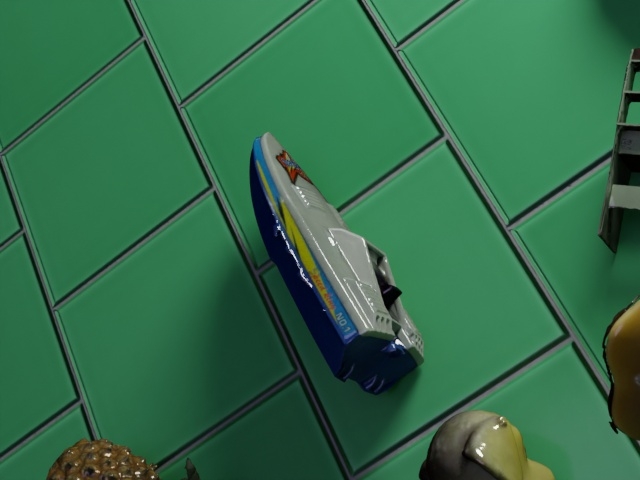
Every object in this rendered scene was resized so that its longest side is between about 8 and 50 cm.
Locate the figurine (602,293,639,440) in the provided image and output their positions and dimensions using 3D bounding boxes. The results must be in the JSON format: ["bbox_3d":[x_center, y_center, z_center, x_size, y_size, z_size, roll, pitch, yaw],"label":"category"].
[{"bbox_3d":[0.350,0.122,0.790,0.181,0.208,0.257,-17,23,-19],"label":"figurine"}]

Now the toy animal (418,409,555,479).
[{"bbox_3d":[0.111,0.262,0.939,0.233,0.121,0.169,-52,39,15],"label":"toy animal"}]

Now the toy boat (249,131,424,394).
[{"bbox_3d":[0.000,0.000,1.087,0.088,0.129,0.295,-37,57,13],"label":"toy boat"}]

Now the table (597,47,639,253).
[{"bbox_3d":[0.329,-0.073,0.963,0.146,0.062,0.175,7,77,32],"label":"table"}]

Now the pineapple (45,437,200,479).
[{"bbox_3d":[-0.142,0.281,1.076,0.277,0.119,0.130,12,59,31],"label":"pineapple"}]
